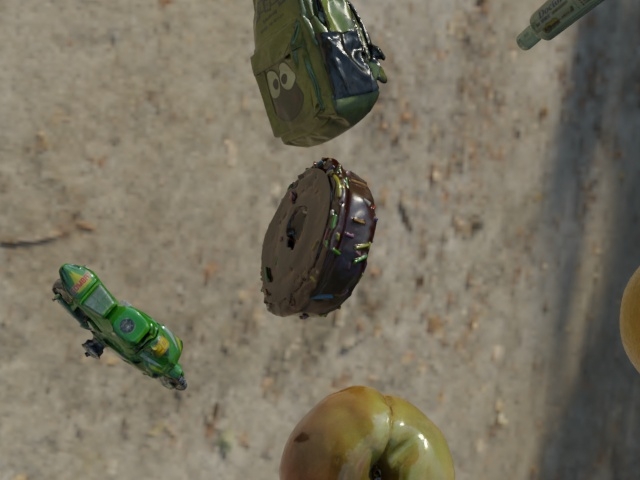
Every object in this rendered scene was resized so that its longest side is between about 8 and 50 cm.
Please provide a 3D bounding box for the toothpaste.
[{"bbox_3d":[0.363,-0.342,1.841,0.037,0.255,0.067,-20,74,-49],"label":"toothpaste"}]

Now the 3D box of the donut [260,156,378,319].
[{"bbox_3d":[0.000,0.000,1.834,0.089,0.235,0.235,18,76,-22],"label":"donut"}]

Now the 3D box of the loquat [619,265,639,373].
[{"bbox_3d":[0.586,0.122,1.991,0.275,0.274,0.275,-20,112,-60],"label":"loquat"}]

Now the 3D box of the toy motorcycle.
[{"bbox_3d":[-0.219,0.101,1.485,0.074,0.190,0.106,-51,-178,-22],"label":"toy motorcycle"}]

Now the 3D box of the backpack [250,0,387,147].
[{"bbox_3d":[-0.011,-0.270,1.916,0.140,0.207,0.253,-13,84,-30],"label":"backpack"}]

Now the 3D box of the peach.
[{"bbox_3d":[0.045,0.241,1.387,0.184,0.184,0.184,-20,112,-60],"label":"peach"}]
